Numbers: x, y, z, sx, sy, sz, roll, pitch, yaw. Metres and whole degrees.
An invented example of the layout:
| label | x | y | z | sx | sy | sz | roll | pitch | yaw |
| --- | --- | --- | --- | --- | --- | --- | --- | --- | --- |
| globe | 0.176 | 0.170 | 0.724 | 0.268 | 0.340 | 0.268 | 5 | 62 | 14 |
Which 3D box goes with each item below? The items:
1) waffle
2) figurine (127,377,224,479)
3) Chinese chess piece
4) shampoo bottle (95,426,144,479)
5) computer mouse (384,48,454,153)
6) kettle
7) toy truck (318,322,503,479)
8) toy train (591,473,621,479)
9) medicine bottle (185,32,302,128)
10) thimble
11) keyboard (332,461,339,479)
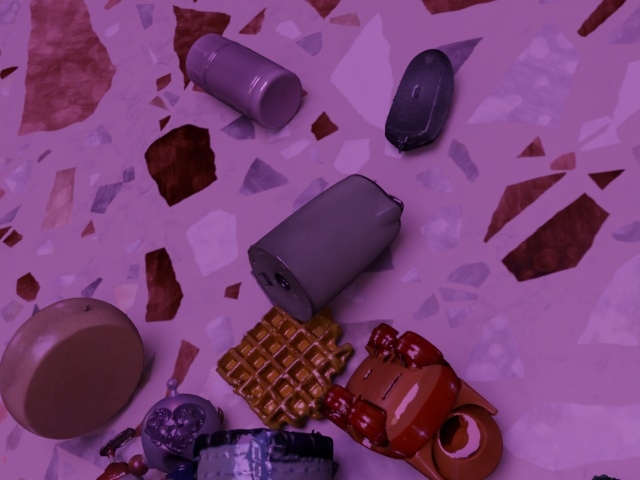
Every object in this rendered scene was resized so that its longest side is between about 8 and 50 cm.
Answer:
| label | x | y | z | sx | sy | sz | roll | pitch | yaw |
| --- | --- | --- | --- | --- | --- | --- | --- | --- | --- |
| waffle | -0.044 | 0.221 | 1.585 | 0.229 | 0.057 | 0.219 | -44 | 55 | -5 |
| figurine | -0.245 | 0.388 | 1.523 | 0.193 | 0.133 | 0.274 | 7 | 55 | 14 |
| Chinese chess piece | -0.449 | 0.232 | 1.625 | 0.102 | 0.273 | 0.273 | 33 | 79 | 37 |
| shampoo bottle | -0.339 | 0.470 | 1.562 | 0.153 | 0.071 | 0.284 | -25 | 56 | 0 |
| computer mouse | 0.199 | -0.264 | 1.747 | 0.113 | 0.068 | 0.229 | 12 | 77 | 34 |
| kettle | 0.000 | 0.000 | 1.614 | 0.255 | 0.165 | 0.240 | -42 | 22 | -23 |
| toy truck | 0.154 | 0.274 | 1.412 | 0.189 | 0.239 | 0.265 | -52 | 15 | -11 |
| toy train | 0.397 | 0.388 | 1.233 | 0.070 | 0.172 | 0.099 | 13 | 57 | 29 |
| medicine bottle | -0.167 | -0.344 | 1.910 | 0.249 | 0.133 | 0.133 | 33 | 79 | 33 |
| thimble | -0.089 | 0.371 | 1.398 | 0.237 | 0.237 | 0.150 | -8 | 73 | 19 |
| keyboard | -0.054 | 0.379 | 1.525 | 0.176 | 0.014 | 0.055 | 13 | 69 | 29 |
